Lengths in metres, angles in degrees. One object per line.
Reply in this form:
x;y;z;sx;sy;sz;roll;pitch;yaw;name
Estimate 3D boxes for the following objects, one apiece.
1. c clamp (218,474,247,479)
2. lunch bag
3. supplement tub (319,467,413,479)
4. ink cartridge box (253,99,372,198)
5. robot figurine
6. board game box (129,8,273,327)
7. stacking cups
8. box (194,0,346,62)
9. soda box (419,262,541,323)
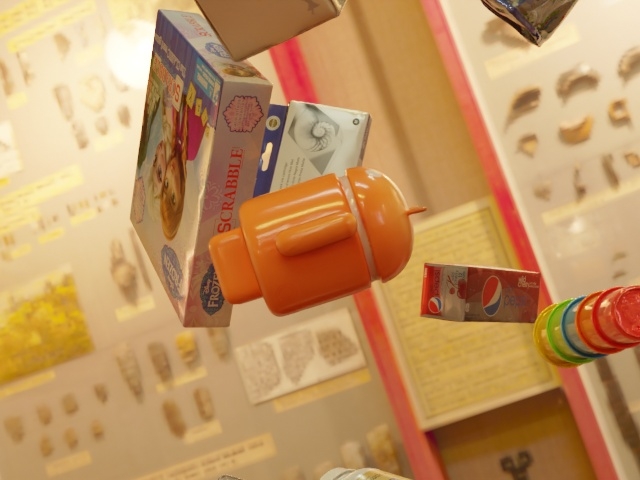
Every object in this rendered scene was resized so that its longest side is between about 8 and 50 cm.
-0.121;0.498;1.963;0.160;0.137;0.022;27;-73;-30;c clamp
0.209;-0.254;0.947;0.129;0.096;0.151;-53;-31;13;lunch bag
0.091;0.370;1.301;0.199;0.145;0.144;8;10;37;supplement tub
-0.031;-0.153;1.981;0.223;0.224;0.045;9;-9;16;ink cartridge box
0.000;0.000;1.055;0.219;0.128;0.158;-18;-42;0;robot figurine
-0.166;-0.102;1.335;0.065;0.318;0.319;1;25;-24;board game box
0.349;0.102;1.317;0.096;0.096;0.316;-18;-12;-4;stacking cups
-0.043;-0.335;1.209;0.148;0.127;0.232;-19;29;28;box
0.268;0.087;1.702;0.083;0.092;0.263;4;-2;37;soda box
